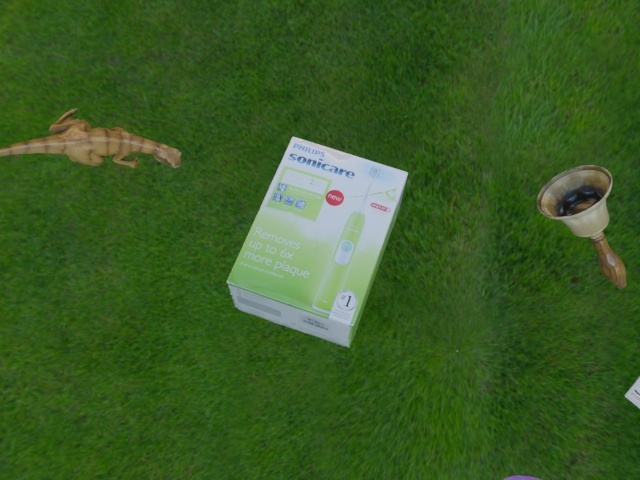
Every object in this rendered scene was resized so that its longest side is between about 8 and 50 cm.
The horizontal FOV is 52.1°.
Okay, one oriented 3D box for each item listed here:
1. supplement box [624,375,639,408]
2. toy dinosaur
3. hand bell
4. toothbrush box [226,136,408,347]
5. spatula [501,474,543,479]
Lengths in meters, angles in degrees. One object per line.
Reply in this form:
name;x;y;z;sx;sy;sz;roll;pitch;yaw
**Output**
supplement box;0.269;0.102;0.463;0.062;0.098;0.036;43;130;31
toy dinosaur;-0.250;-0.100;0.666;0.211;0.112;0.064;-7;105;-27
hand bell;0.490;-0.003;1.151;0.126;0.126;0.242;-38;118;3
toothbrush box;0.000;0.000;1.070;0.206;0.122;0.283;19;65;8
spatula;0.093;0.205;0.249;0.084;0.296;0.030;25;115;7
